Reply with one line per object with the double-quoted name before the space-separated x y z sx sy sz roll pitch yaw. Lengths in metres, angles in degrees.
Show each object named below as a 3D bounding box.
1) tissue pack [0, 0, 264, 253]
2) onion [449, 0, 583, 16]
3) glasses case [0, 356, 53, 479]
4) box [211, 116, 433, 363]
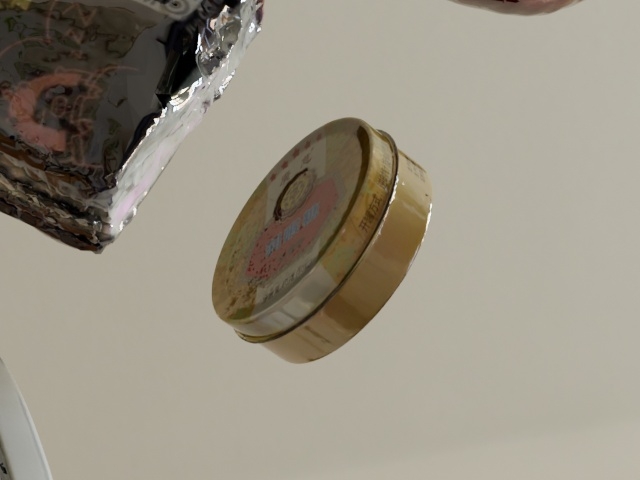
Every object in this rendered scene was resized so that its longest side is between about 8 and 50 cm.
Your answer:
"tissue pack" -0.225 -0.155 1.153 0.332 0.245 0.123 25 -34 8
"onion" 0.127 -0.274 1.212 0.246 0.190 0.246 9 -107 -30
"glasses case" -0.125 0.096 0.600 0.049 0.197 0.076 11 -71 -24
"box" 0.000 0.000 0.719 0.037 0.105 0.105 36 -83 -24
